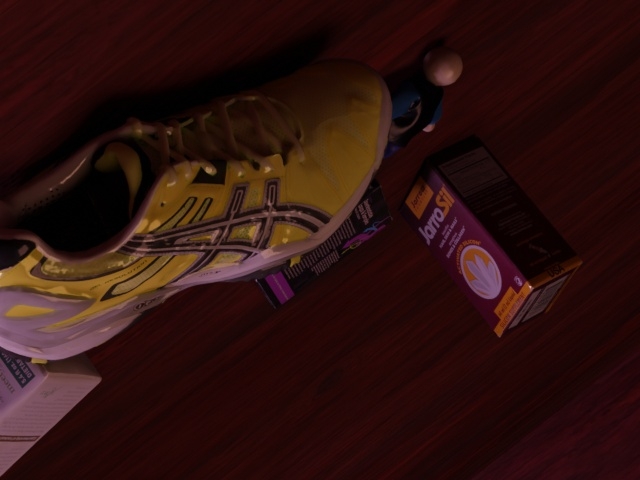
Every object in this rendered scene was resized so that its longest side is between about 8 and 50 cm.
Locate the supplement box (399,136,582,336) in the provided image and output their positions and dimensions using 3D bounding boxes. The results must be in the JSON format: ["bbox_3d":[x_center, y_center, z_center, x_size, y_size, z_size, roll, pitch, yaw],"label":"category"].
[{"bbox_3d":[0.183,-0.005,1.688,0.081,0.188,0.104,-25,156,-31],"label":"supplement box"}]

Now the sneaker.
[{"bbox_3d":[-0.097,-0.038,1.202,0.385,0.145,0.147,-33,160,-20],"label":"sneaker"}]

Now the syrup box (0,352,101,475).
[{"bbox_3d":[-0.312,0.157,1.323,0.237,0.093,0.096,-42,160,11],"label":"syrup box"}]

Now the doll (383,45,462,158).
[{"bbox_3d":[0.067,-0.109,1.472,0.189,0.046,0.129,-46,160,21],"label":"doll"}]

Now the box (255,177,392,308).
[{"bbox_3d":[0.000,0.000,1.619,0.162,0.029,0.116,-36,161,-4],"label":"box"}]
